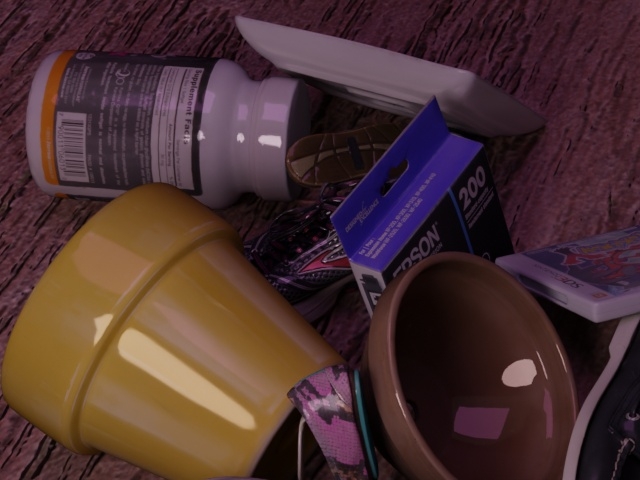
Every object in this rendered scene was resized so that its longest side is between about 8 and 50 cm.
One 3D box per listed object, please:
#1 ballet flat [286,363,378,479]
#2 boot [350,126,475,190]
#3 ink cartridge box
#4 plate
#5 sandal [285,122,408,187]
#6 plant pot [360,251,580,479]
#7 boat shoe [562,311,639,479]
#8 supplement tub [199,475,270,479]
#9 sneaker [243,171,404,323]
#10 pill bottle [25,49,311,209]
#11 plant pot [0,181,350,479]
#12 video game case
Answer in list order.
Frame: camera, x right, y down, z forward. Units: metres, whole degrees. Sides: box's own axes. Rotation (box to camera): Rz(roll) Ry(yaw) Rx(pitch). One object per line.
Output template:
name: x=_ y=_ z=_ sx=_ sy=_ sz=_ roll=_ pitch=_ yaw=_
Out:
ballet flat: x=0.024 y=0.212 z=1.540 sx=0.079 sy=0.221 sz=0.077 roll=-17 pitch=11 yaw=7
boot: x=0.097 y=-0.078 z=1.958 sx=0.121 sy=0.045 sz=0.099 roll=6 pitch=44 yaw=17
ink cartridge box: x=0.105 y=0.002 z=1.744 sx=0.045 sy=0.208 sz=0.206 roll=4 pitch=40 yaw=37
plate: x=0.076 y=-0.165 z=1.952 sx=0.278 sy=0.277 sz=0.045 roll=17 pitch=91 yaw=24
sandal: x=0.040 y=-0.080 z=1.894 sx=0.180 sy=0.049 sz=0.072 roll=-5 pitch=73 yaw=-27
plant pot: x=0.113 y=0.137 z=1.628 sx=0.110 sy=0.237 sz=0.237 roll=-27 pitch=23 yaw=44
boat shoe: x=0.293 y=0.179 z=1.586 sx=0.113 sy=0.127 sz=0.340 roll=0 pitch=31 yaw=25
supplement tub: x=-0.049 y=0.302 z=1.334 sx=0.228 sy=0.228 sz=0.316 roll=-14 pitch=9 yaw=-8
sneaker: x=0.000 y=0.000 z=1.832 sx=0.299 sy=0.112 sz=0.121 roll=-20 pitch=43 yaw=-14
pill bottle: x=-0.159 y=-0.116 z=1.942 sx=0.279 sy=0.162 sz=0.162 roll=4 pitch=43 yaw=10
plant pot: x=-0.115 y=0.113 z=1.640 sx=0.239 sy=0.254 sz=0.254 roll=34 pitch=54 yaw=17
video game case: x=0.299 y=0.026 z=1.758 sx=0.201 sy=0.023 sz=0.183 roll=-12 pitch=18 yaw=-22
